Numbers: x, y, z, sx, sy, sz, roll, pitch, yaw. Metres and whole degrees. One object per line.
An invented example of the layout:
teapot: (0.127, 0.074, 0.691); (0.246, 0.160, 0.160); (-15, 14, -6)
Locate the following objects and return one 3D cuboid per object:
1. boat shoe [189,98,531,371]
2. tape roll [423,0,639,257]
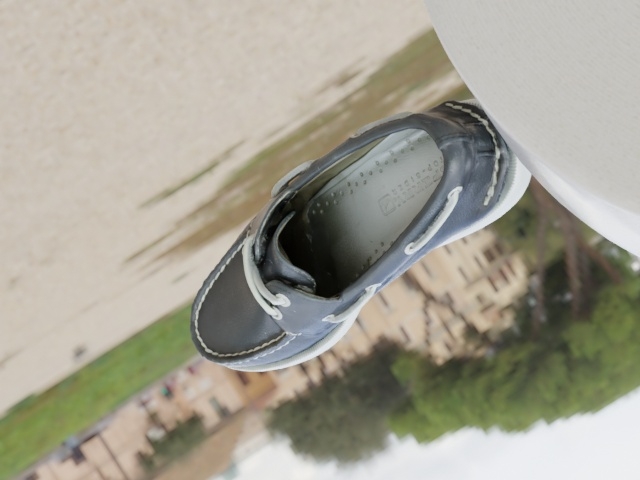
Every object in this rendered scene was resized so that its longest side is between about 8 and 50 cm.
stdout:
boat shoe: (0.000, 0.000, 1.025); (0.302, 0.114, 0.091); (-41, 161, 33)
tape roll: (0.223, -0.163, 0.627); (0.392, 0.392, 0.072); (-33, 150, 10)
